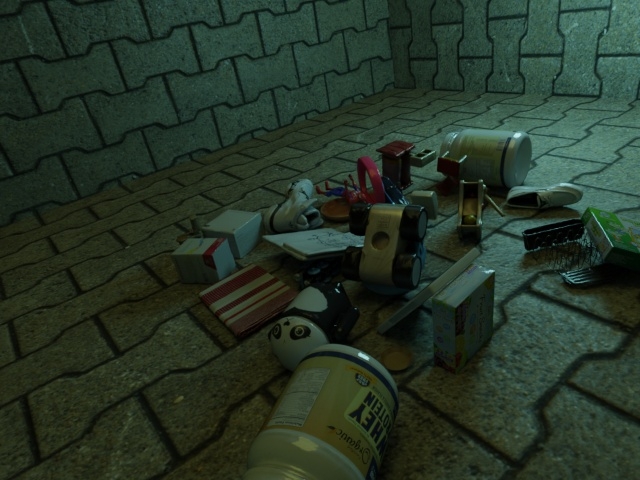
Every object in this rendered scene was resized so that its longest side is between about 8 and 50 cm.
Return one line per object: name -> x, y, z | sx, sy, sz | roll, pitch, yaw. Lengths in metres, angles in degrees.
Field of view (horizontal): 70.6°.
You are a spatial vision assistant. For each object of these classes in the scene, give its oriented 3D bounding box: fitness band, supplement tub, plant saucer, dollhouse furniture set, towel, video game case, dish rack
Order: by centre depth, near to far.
supplement tub -> 0.004, 0.377, 0.844 | 0.228, 0.228, 0.316 | 3, 31, 24
plant saucer -> 0.192, 0.302, 1.141 | 0.083, 0.015, 0.083 | -9, 28, 5
video game case -> 0.276, 0.138, 1.186 | 0.204, 0.285, 0.025 | -31, 75, -33
dish rack -> 0.769, 0.035, 1.365 | 0.208, 0.074, 0.271 | -14, 28, -3
towel -> -0.242, 0.188, 1.489 | 0.237, 0.037, 0.329 | -28, 31, -26
dollhouse furniture set -> -0.538, -0.023, 1.822 | 0.101, 0.181, 0.161 | -22, 30, -20
fitness band -> 0.211, -0.245, 1.935 | 0.054, 0.209, 0.291 | -14, 28, -3
supplement tub -> 0.702, -0.355, 1.935 | 0.325, 0.235, 0.235 | 15, 38, 40
plant saucer -> 0.101, -0.133, 1.951 | 0.200, 0.037, 0.200 | -8, 28, 4
dollhouse furniture set -> 0.429, -0.292, 1.972 | 0.152, 0.201, 0.374 | -31, 41, -34

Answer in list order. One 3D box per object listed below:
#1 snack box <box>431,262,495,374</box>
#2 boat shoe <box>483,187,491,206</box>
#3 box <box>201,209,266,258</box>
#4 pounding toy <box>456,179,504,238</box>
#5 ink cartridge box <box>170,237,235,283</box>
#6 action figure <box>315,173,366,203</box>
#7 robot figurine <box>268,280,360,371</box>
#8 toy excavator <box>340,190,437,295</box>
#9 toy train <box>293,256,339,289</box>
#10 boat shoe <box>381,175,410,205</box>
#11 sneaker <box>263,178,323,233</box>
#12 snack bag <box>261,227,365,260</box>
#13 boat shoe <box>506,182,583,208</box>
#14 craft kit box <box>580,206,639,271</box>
snack box -> 0.347, 0.187, 1.093 | 0.174, 0.207, 0.070 | -31, 36, -33
boat shoe -> 0.616, -0.152, 1.787 | 0.059, 0.063, 0.170 | -2, 27, 47
box -> -0.350, -0.031, 1.837 | 0.181, 0.119, 0.182 | 8, 34, 31
pounding toy -> 0.571, -0.129, 1.603 | 0.155, 0.154, 0.269 | 2, 48, 23
ink cartridge box -> -0.430, 0.073, 1.664 | 0.176, 0.128, 0.127 | 0, 30, 18
action figure -> 0.091, -0.242, 1.982 | 0.091, 0.139, 0.280 | -31, 36, -31
robot figurine -> -0.017, 0.220, 1.195 | 0.174, 0.209, 0.278 | 35, 40, 6
toy excavator -> 0.273, -0.016, 1.505 | 0.222, 0.445, 0.432 | 5, 76, 27
toy train -> -0.014, 0.101, 1.519 | 0.105, 0.080, 0.184 | 5, 28, 36
boat shoe -> 0.310, -0.187, 1.935 | 0.089, 0.109, 0.258 | -8, 44, -9
sneaker -> -0.070, -0.146, 1.934 | 0.210, 0.137, 0.366 | 4, 37, 29
snack bag -> 0.000, 0.000, 1.629 | 0.323, 0.037, 0.342 | -9, 16, -29
boat shoe -> 0.830, -0.153, 1.687 | 0.258, 0.095, 0.084 | -2, 32, 38
craft kit box -> 0.909, 0.010, 1.293 | 0.250, 0.061, 0.246 | 17, 30, 4
